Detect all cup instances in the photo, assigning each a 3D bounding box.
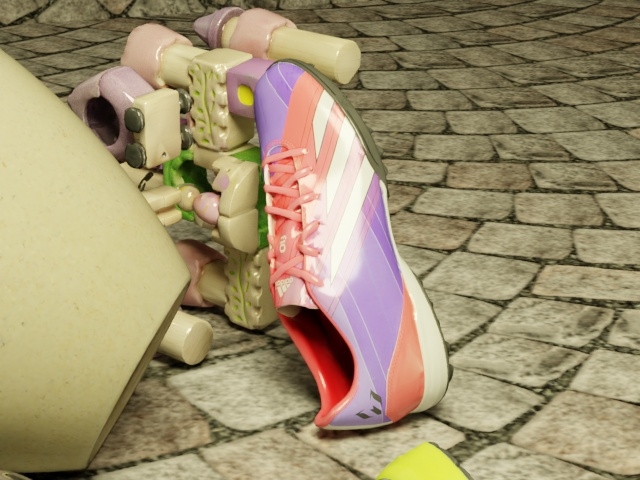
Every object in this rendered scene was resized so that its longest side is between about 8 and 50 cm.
[{"bbox_3d":[-0.238,0.042,1.105,0.237,0.331,0.331,29,21,-2],"label":"cup"}]

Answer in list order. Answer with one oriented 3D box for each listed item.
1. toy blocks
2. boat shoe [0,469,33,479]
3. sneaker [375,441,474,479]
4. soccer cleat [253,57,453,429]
[{"bbox_3d":[-0.151,-0.065,1.389,0.260,0.288,0.309,18,29,33],"label":"toy blocks"},{"bbox_3d":[-0.196,0.194,0.963,0.223,0.080,0.073,20,21,32],"label":"boat shoe"},{"bbox_3d":[0.080,0.231,0.849,0.121,0.111,0.300,-25,25,-15],"label":"sneaker"},{"bbox_3d":[0.000,0.000,1.204,0.116,0.318,0.108,-16,-10,-33],"label":"soccer cleat"}]
